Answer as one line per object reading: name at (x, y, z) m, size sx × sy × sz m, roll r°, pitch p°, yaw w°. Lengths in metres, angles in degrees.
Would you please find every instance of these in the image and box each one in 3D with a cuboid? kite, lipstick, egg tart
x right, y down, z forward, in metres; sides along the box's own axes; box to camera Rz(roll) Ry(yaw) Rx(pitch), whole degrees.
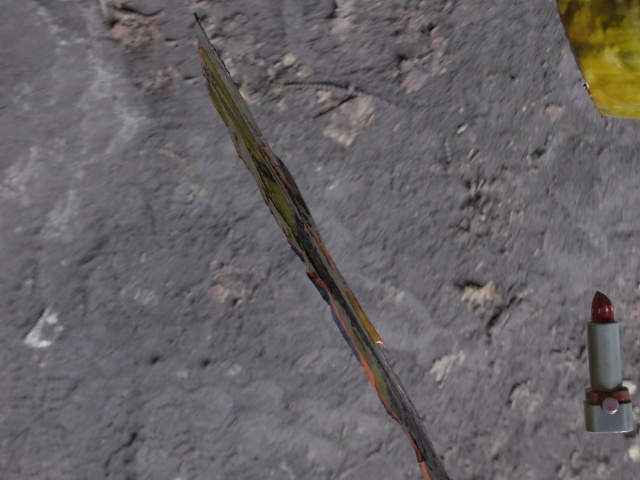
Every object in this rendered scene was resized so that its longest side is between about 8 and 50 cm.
kite at (-0.002, 0.001, 0.583) m, size 0.013 × 0.377 × 0.327 m, roll -30°, pitch 65°, yaw 2°
lipstick at (0.379, 0.160, 1.550) m, size 0.063 × 0.057 × 0.186 m, roll -4°, pitch 92°, yaw 7°
egg tart at (0.232, -0.187, 0.836) m, size 0.118 × 0.288 × 0.288 m, roll -19°, pitch 101°, yaw 22°
